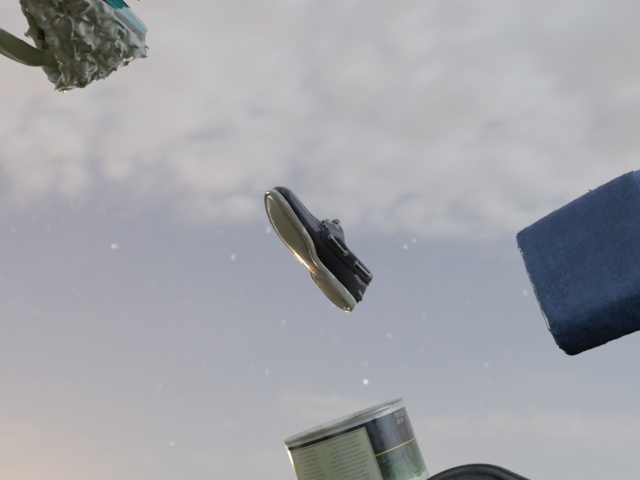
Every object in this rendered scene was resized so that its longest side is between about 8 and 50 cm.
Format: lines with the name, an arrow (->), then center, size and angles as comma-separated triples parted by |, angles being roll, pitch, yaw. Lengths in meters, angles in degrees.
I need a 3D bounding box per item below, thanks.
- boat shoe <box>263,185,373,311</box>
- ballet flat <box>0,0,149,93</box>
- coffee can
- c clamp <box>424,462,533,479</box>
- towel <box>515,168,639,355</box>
boat shoe -> 0.000, 0.000, 1.271 | 0.075, 0.065, 0.206 | 14, -36, 56
ballet flat -> -0.277, -0.241, 0.859 | 0.147, 0.147, 0.409 | -4, -20, 13
coffee can -> 0.080, 0.404, 1.515 | 0.201, 0.275, 0.201 | -19, -8, -3
c clamp -> 0.051, 0.147, 0.411 | 0.137, 0.022, 0.160 | -36, 21, -28
towel -> 0.144, -0.001, 0.404 | 0.119, 0.067, 0.029 | -28, -38, 26
